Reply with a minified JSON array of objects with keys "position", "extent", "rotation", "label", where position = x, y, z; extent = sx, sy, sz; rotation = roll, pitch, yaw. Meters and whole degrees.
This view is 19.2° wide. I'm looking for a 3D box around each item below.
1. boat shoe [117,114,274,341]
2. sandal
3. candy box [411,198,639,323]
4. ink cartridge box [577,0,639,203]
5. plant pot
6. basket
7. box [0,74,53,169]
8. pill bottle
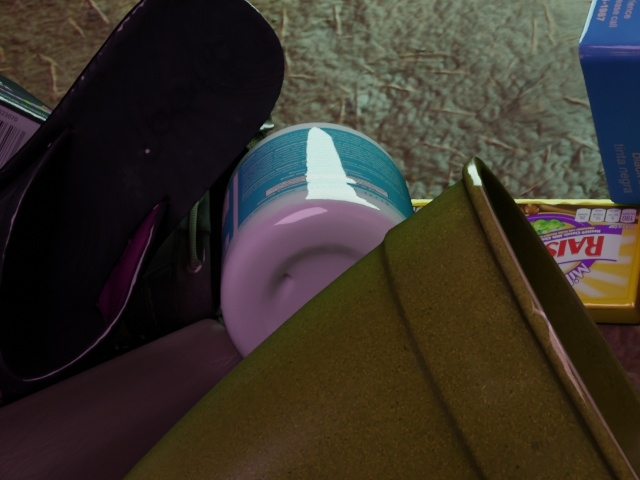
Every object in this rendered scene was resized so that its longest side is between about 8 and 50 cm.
[{"position":[-0.097,-0.068,1.576],"extent":[0.130,0.132,0.355],"rotation":[5,61,12],"label":"boat shoe"},{"position":[-0.188,0.003,1.389],"extent":[0.446,0.167,0.107],"rotation":[-58,14,3],"label":"sandal"},{"position":[0.150,0.014,1.460],"extent":[0.206,0.027,0.105],"rotation":[0,54,21],"label":"candy box"},{"position":[0.420,-0.173,1.410],"extent":[0.395,0.166,0.285],"rotation":[2,45,23],"label":"ink cartridge box"},{"position":[0.039,0.196,1.159],"extent":[0.353,0.366,0.366],"rotation":[-31,46,10],"label":"plant pot"},{"position":[-0.138,0.169,1.346],"extent":[0.227,0.204,0.154],"rotation":[-32,18,-21],"label":"basket"},{"position":[-0.306,-0.074,1.545],"extent":[0.143,0.165,0.270],"rotation":[-61,33,2],"label":"box"},{"position":[0.000,0.000,1.391],"extent":[0.146,0.146,0.264],"rotation":[-19,20,5],"label":"pill bottle"}]
